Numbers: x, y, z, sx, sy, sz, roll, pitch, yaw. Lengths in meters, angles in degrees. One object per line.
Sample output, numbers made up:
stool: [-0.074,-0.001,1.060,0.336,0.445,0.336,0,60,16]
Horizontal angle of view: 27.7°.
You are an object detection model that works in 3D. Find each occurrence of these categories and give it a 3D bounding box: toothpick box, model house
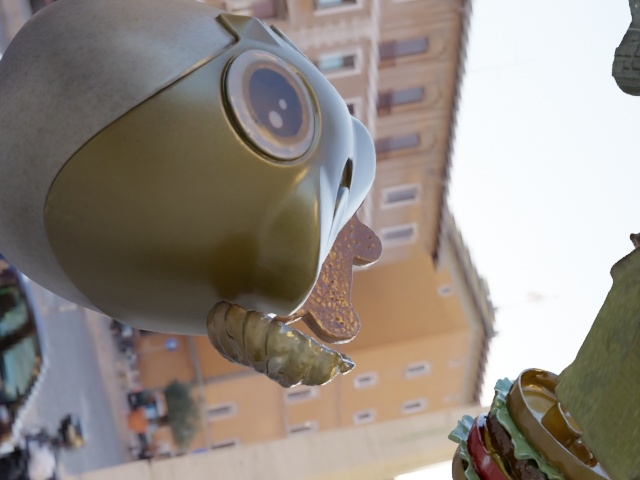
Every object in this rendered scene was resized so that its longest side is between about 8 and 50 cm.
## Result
toothpick box: [-0.165,-0.093,1.571,0.409,0.425,0.409,19,90,-84]
model house: [0.448,0.152,1.439,0.321,0.261,0.266,-118,-137,-67]

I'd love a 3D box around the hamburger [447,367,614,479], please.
hamburger: [0.315,0.337,1.876,0.212,0.274,0.274,-53,-149,22]

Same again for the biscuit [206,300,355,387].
biscuit: [-0.061,0.112,1.370,0.183,0.061,0.118,16,-14,46]

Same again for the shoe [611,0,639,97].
shoe: [0.479,-0.286,1.784,0.099,0.125,0.227,10,-103,42]

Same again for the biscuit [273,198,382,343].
biscuit: [-0.002,0.001,1.962,0.049,0.205,0.324,-33,-138,52]

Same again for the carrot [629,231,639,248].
carrot: [0.576,0.065,1.704,0.241,0.241,0.341,88,-10,-48]

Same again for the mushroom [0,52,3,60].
mushroom: [-0.415,-0.201,1.848,0.126,0.177,0.397,59,22,16]
